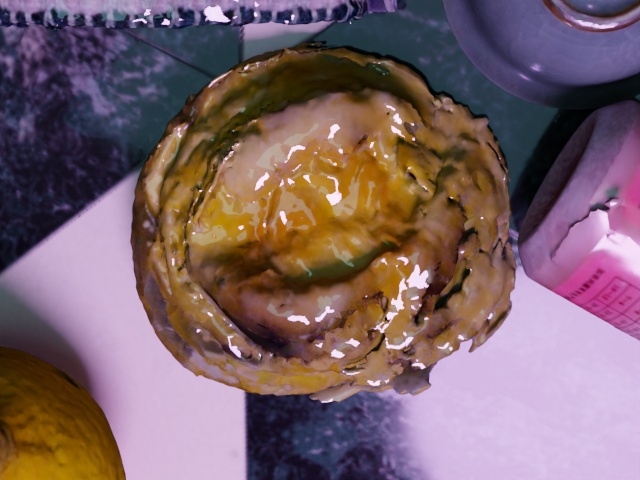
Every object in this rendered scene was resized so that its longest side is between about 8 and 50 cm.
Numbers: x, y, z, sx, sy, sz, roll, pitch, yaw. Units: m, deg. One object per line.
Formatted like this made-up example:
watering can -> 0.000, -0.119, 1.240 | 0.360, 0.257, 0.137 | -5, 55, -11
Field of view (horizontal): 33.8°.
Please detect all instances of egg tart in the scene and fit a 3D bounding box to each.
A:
egg tart -> 0.000, 0.000, 0.759 | 0.297, 0.132, 0.297 | 1, 99, 4

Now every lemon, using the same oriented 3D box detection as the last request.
lemon -> -0.273, 0.200, 0.786 | 0.253, 0.228, 0.228 | -38, 95, 20

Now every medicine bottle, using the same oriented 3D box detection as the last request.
medicine bottle -> 0.267, 0.018, 0.710 | 0.247, 0.147, 0.147 | 30, 105, 0

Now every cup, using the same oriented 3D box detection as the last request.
cup -> 0.172, -0.177, 0.674 | 0.199, 0.150, 0.199 | 2, 103, 8

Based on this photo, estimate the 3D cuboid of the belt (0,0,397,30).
belt -> -0.101, -0.222, 0.675 | 0.295, 0.207, 0.160 | 2, 105, 10
